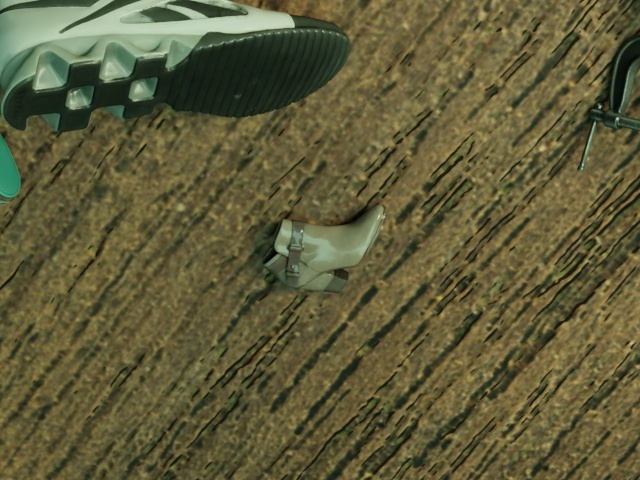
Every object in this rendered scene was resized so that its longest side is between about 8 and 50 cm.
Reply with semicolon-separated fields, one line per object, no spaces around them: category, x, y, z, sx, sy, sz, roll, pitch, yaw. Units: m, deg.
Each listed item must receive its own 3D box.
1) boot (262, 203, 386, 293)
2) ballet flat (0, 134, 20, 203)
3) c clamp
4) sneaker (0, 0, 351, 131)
boot;0.000;0.000;1.492;0.087;0.042;0.118;24;111;-13
ballet flat;-0.346;-0.110;1.405;0.070;0.070;0.188;-25;113;7
c clamp;0.314;-0.121;1.417;0.022;0.160;0.137;4;97;-42
sneaker;-0.132;-0.190;1.349;0.330;0.146;0.122;-5;147;-28
